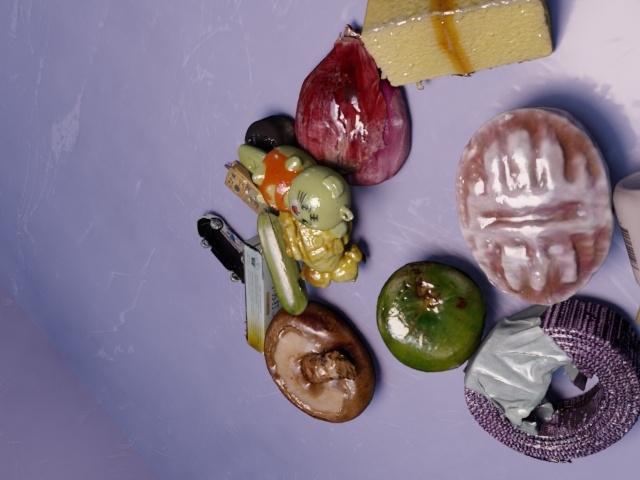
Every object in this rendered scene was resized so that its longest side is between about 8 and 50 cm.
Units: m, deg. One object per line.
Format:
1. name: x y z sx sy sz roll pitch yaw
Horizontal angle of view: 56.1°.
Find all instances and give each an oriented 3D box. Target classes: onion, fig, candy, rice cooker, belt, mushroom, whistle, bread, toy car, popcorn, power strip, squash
1. onion: 0.038 -0.226 1.052 0.227 0.120 0.283 13 122 29
2. fig: 0.208 0.142 1.124 0.203 0.235 0.203 -1 82 11
3. candy: 0.317 -0.056 0.892 0.214 0.157 0.289 -5 105 27
4. rice cooker: -0.089 -0.167 1.204 0.112 0.106 0.165 2 104 36
5. belt: 0.391 0.240 1.016 0.260 0.122 0.324 31 133 8
6. mushroom: 0.000 0.270 1.354 0.278 0.163 0.297 -26 97 54
7. whistle: -0.050 -0.101 1.070 0.288 0.106 0.131 31 146 31
8. bread: 0.191 -0.325 0.869 0.266 0.142 0.178 -4 99 29
9. toy car: -0.225 0.017 1.460 0.205 0.056 0.095 48 136 12
10. popcorn: -0.005 -0.006 1.197 0.168 0.174 0.195 47 169 47
11. power strip: -0.109 -0.070 1.320 0.305 0.044 0.064 43 136 12
12. squash: -0.081 0.044 1.275 0.069 0.069 0.238 -15 95 44

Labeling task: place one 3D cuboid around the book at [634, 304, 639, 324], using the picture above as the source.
1. book: 0.553 0.065 0.865 0.139 0.016 0.198 20 126 30

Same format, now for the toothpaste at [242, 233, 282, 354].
1. toothpaste: -0.130 0.124 1.423 0.071 0.089 0.312 28 131 34

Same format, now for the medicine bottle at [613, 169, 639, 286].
1. medicine bottle: 0.479 0.012 0.786 0.135 0.135 0.215 -11 106 43
